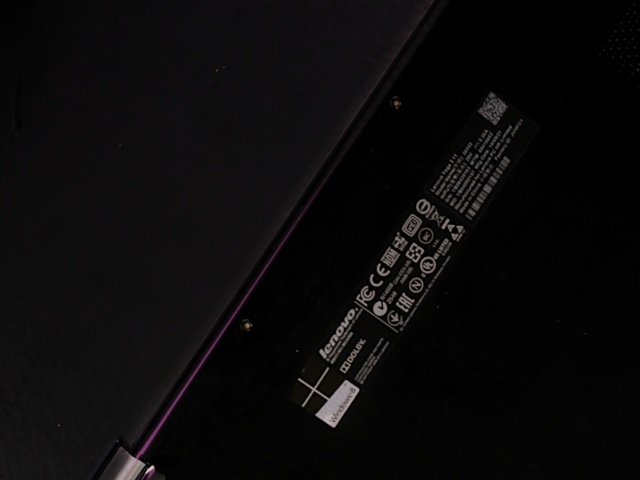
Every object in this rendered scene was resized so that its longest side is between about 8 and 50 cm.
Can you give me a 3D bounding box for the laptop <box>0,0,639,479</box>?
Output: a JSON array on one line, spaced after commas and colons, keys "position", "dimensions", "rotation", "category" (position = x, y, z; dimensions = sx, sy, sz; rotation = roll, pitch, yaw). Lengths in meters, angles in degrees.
[{"position": [0.000, 0.000, 0.950], "dimensions": [0.408, 0.236, 0.382], "rotation": [36, 85, -19], "category": "laptop"}]
